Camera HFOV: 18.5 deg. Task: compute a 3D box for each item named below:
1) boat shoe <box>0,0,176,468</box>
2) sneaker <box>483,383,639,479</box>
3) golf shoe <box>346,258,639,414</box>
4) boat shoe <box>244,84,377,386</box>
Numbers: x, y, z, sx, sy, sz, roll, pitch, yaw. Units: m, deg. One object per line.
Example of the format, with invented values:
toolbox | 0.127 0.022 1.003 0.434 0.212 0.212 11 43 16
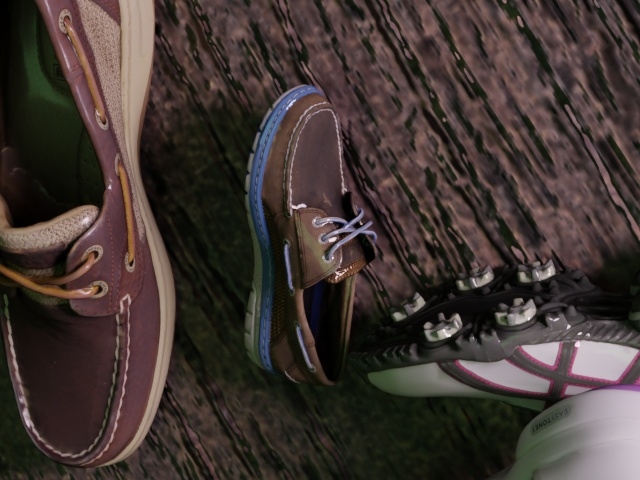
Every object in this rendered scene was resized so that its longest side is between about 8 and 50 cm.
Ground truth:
boat shoe | -0.164 -0.014 1.182 0.123 0.123 0.342 9 107 19
sneaker | 0.106 0.201 1.082 0.114 0.152 0.305 16 142 -17
golf shoe | 0.147 0.072 1.097 0.273 0.105 0.120 -9 110 25
boat shoe | 0.000 0.000 1.147 0.066 0.066 0.183 23 124 37
